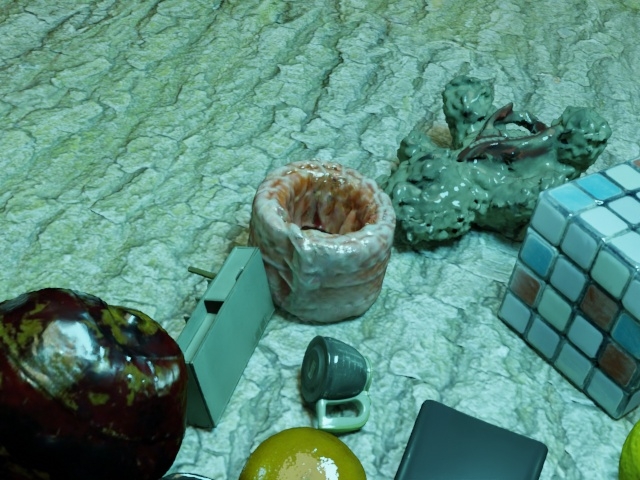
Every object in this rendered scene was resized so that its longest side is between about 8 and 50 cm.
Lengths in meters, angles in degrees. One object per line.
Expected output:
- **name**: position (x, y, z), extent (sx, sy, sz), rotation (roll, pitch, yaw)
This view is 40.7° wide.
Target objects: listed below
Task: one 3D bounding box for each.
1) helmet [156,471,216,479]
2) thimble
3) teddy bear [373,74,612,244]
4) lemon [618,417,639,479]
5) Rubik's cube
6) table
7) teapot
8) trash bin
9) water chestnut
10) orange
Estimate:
- **helmet**: position (-0.129, 0.371, 0.894), extent (0.253, 0.154, 0.198), rotation (47, 43, 14)
- **thimble**: position (0.000, 0.000, 1.343), extent (0.239, 0.162, 0.239), rotation (8, 40, -7)
- **teddy bear**: position (0.263, -0.120, 1.502), extent (0.367, 0.224, 0.357), rotation (-27, 38, -32)
- **lemon**: position (0.473, 0.287, 1.087), extent (0.180, 0.180, 0.193), rotation (25, 21, 18)
- **Rubik's cube**: position (0.463, 0.060, 1.289), extent (0.256, 0.253, 0.259), rotation (-21, 48, -30)
- **table**: position (-0.163, 0.126, 1.202), extent (0.111, 0.121, 0.240), rotation (3, 37, 20)
- **teapot**: position (0.025, 0.198, 1.190), extent (0.090, 0.124, 0.092), rotation (11, -4, -22)
- **trash bin**: position (0.157, 0.328, 1.026), extent (0.165, 0.115, 0.225), rotation (20, 43, 13)
- **water chestnut**: position (-0.295, 0.190, 0.989), extent (0.289, 0.289, 0.244), rotation (0, 63, -11)
- **orange**: position (-0.021, 0.300, 1.016), extent (0.156, 0.124, 0.156), rotation (2, 58, -3)
